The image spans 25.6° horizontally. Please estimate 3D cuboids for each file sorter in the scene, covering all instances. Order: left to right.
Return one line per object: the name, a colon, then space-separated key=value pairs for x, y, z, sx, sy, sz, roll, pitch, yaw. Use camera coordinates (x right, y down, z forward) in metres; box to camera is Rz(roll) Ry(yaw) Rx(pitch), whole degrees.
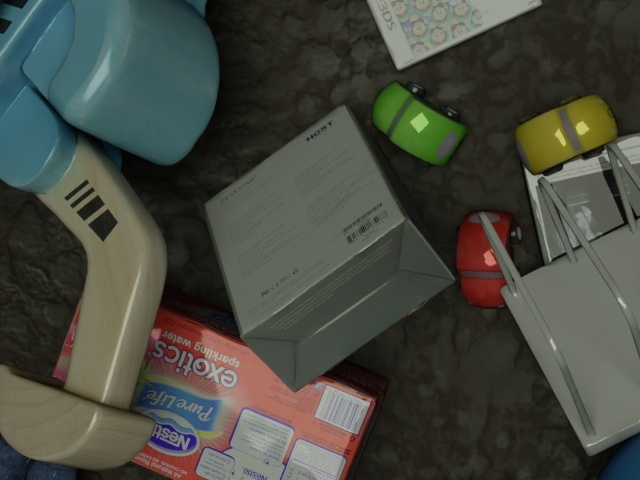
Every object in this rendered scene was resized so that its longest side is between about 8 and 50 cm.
file sorter: x=0.299 y=0.015 z=1.226 sx=0.277 sy=0.173 sz=0.193 roll=-27 pitch=50 yaw=4

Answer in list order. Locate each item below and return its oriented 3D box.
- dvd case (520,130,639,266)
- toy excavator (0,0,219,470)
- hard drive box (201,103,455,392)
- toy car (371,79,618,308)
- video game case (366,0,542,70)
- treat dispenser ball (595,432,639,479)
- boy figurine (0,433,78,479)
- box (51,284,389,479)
dvd case: x=0.307 y=0.017 z=1.373 sx=0.179 sy=0.029 sz=0.239 roll=-12 pitch=90 yaw=9
toy excavator: x=-0.210 y=-0.083 z=1.254 sx=0.433 sy=0.222 sz=0.445 roll=-52 pitch=55 yaw=9
hard drive box: x=0.000 y=0.000 z=1.311 sx=0.181 sy=0.232 sz=0.089 roll=-35 pitch=123 yaw=9
toy car: x=0.139 y=-0.078 z=1.364 sx=0.225 sy=0.053 sz=0.239 roll=35 pitch=105 yaw=14
video game case: x=0.119 y=-0.264 z=1.393 sx=0.157 sy=0.019 sz=0.143 roll=-24 pitch=89 yaw=8
treat dispenser ball: x=0.371 y=0.284 z=1.243 sx=0.288 sy=0.288 sz=0.288 roll=0 pitch=92 yaw=8
boy figurine: x=-0.321 y=0.325 z=1.446 sx=0.177 sy=0.092 sz=0.285 roll=21 pitch=96 yaw=7
box: x=-0.100 y=0.156 z=1.380 sx=0.300 sy=0.142 sz=0.154 roll=21 pitch=95 yaw=7
